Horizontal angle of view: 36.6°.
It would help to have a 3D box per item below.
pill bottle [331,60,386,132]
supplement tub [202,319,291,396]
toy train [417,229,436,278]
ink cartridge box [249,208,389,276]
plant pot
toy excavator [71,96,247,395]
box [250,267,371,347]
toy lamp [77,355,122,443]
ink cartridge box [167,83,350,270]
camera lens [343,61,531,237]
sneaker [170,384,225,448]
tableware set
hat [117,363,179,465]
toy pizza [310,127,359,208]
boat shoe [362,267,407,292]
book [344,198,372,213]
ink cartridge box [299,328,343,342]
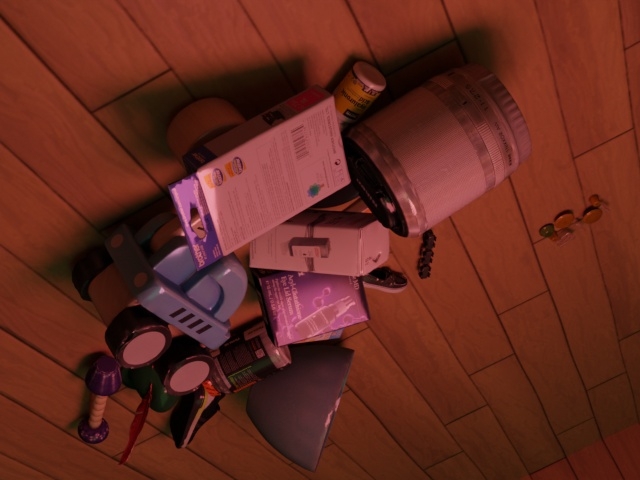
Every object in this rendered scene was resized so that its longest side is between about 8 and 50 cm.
[{"bbox_3d":[0.053,-0.239,1.630,0.065,0.065,0.116,10,134,-38],"label":"pill bottle"},{"bbox_3d":[-0.169,0.260,2.117,0.190,0.117,0.117,-26,145,5],"label":"supplement tub"},{"bbox_3d":[0.230,0.031,2.110,0.027,0.036,0.158,-11,142,-10],"label":"toy train"},{"bbox_3d":[0.000,0.000,1.752,0.217,0.092,0.158,6,-167,21],"label":"ink cartridge box"},{"bbox_3d":[-0.058,0.359,2.216,0.195,0.290,0.290,18,140,6],"label":"plant pot"},{"bbox_3d":[-0.232,0.003,1.708,0.445,0.222,0.433,-42,142,3],"label":"toy excavator"},{"bbox_3d":[-0.020,0.106,1.948,0.207,0.108,0.153,-17,104,-10],"label":"box"},{"bbox_3d":[-0.477,0.342,2.088,0.080,0.080,0.275,-4,140,-25],"label":"toy lamp"},{"bbox_3d":[-0.101,-0.102,1.558,0.311,0.065,0.186,-33,135,-21],"label":"ink cartridge box"},{"bbox_3d":[0.192,-0.152,1.662,0.274,0.219,0.219,-32,146,-8],"label":"camera lens"},{"bbox_3d":[-0.283,0.413,2.283,0.097,0.084,0.235,-1,139,-30],"label":"sneaker"},{"bbox_3d":[0.578,-0.048,2.215,0.154,0.024,0.104,-40,138,24],"label":"tableware set"},{"bbox_3d":[-0.333,0.351,2.085,0.173,0.184,0.208,11,133,-39],"label":"hat"},{"bbox_3d":[0.025,-0.136,1.779,0.201,0.032,0.201,-15,143,-12],"label":"toy pizza"},{"bbox_3d":[0.138,0.083,2.116,0.142,0.049,0.040,7,135,-33],"label":"boat shoe"},{"bbox_3d":[0.124,-0.067,1.926,0.144,0.035,0.096,-36,146,18],"label":"book"},{"bbox_3d":[-0.025,0.159,2.087,0.143,0.090,0.092,-6,142,-24],"label":"ink cartridge box"}]
